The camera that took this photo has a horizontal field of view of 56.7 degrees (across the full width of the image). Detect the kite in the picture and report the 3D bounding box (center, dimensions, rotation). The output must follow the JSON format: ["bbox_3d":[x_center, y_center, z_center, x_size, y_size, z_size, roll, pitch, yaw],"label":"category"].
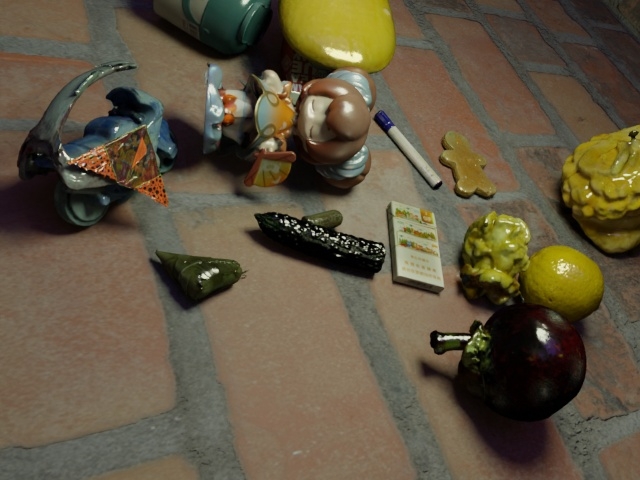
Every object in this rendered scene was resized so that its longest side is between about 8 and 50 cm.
[{"bbox_3d":[-0.324,-0.147,1.031,0.222,0.008,0.125,27,74,-51],"label":"kite"}]

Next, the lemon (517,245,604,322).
[{"bbox_3d":[0.560,0.105,1.375,0.203,0.178,0.178,34,46,-1],"label":"lemon"}]

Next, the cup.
[{"bbox_3d":[-0.261,-0.613,1.521,0.257,0.219,0.290,32,14,-1],"label":"cup"}]

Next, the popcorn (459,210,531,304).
[{"bbox_3d":[0.405,0.038,1.354,0.173,0.168,0.195,32,48,-30],"label":"popcorn"}]

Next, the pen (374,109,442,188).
[{"bbox_3d":[0.234,-0.244,1.584,0.033,0.033,0.269,-21,65,-38],"label":"pen"}]

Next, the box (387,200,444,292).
[{"bbox_3d":[0.219,0.011,1.369,0.122,0.032,0.221,14,49,-16],"label":"box"}]

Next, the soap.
[{"bbox_3d":[0.044,-0.577,1.491,0.305,0.115,0.428,12,57,-18],"label":"soap"}]

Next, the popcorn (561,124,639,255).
[{"bbox_3d":[0.853,-0.138,1.651,0.349,0.348,0.382,-47,121,-43],"label":"popcorn"}]

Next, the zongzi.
[{"bbox_3d":[-0.213,0.039,1.115,0.130,0.062,0.154,40,39,23],"label":"zongzi"}]

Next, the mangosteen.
[{"bbox_3d":[0.357,0.222,1.142,0.289,0.231,0.232,17,48,-8],"label":"mangosteen"}]

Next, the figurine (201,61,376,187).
[{"bbox_3d":[-0.058,-0.254,1.289,0.387,0.277,0.248,2,10,-11],"label":"figurine"}]

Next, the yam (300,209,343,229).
[{"bbox_3d":[0.001,-0.041,1.293,0.094,0.043,0.043,-16,63,-37],"label":"yam"}]

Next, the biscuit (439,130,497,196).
[{"bbox_3d":[0.401,-0.212,1.647,0.153,0.030,0.235,2,53,-27],"label":"biscuit"}]

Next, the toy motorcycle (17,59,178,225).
[{"bbox_3d":[-0.372,-0.181,1.082,0.181,0.241,0.319,31,44,7],"label":"toy motorcycle"}]

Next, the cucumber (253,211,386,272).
[{"bbox_3d":[-0.001,0.002,1.240,0.299,0.072,0.072,16,48,-15],"label":"cucumber"}]

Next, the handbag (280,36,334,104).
[{"bbox_3d":[-0.018,-0.443,1.547,0.170,0.151,0.298,11,56,-16],"label":"handbag"}]
